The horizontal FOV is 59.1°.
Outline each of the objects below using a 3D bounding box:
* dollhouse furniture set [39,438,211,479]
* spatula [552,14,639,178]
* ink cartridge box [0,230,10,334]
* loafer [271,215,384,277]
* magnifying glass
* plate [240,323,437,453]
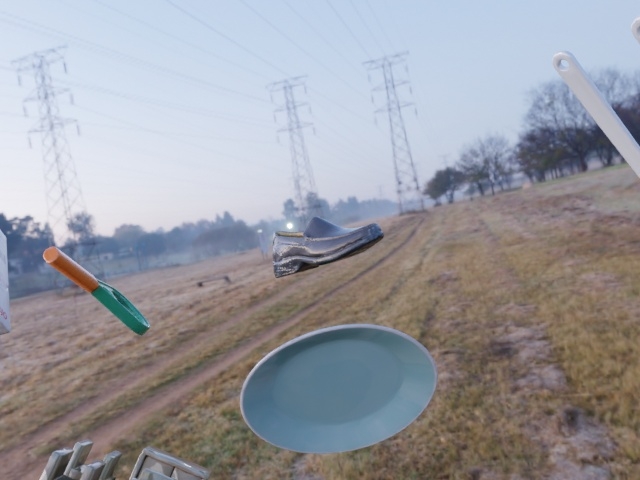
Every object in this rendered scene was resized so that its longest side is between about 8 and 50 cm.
[{"bbox_3d":[-0.218,0.354,0.667,0.212,0.161,0.242,22,-14,1],"label":"dollhouse furniture set"},{"bbox_3d":[0.276,-0.062,0.389,0.019,0.242,0.168,-45,8,-25],"label":"spatula"},{"bbox_3d":[-0.678,0.056,1.008,0.168,0.233,0.171,-17,-35,-12],"label":"ink cartridge box"},{"bbox_3d":[0.000,0.000,0.693,0.170,0.061,0.062,-18,-4,36],"label":"loafer"},{"bbox_3d":[-0.331,0.079,0.852,0.026,0.092,0.231,-42,-35,-12],"label":"magnifying glass"},{"bbox_3d":[0.017,0.140,0.538,0.188,0.188,0.024,-10,38,-3],"label":"plate"}]
